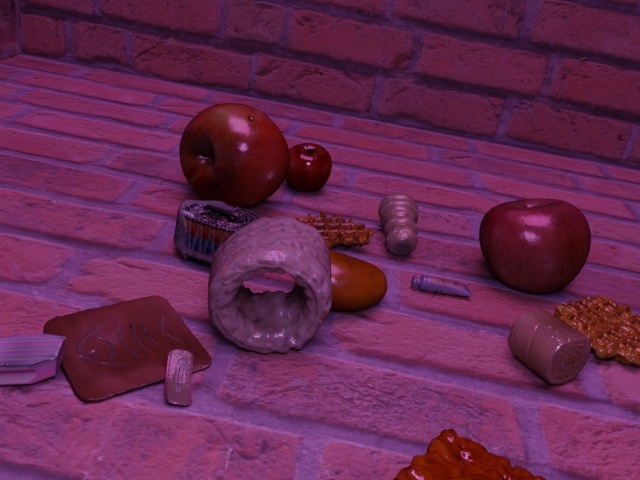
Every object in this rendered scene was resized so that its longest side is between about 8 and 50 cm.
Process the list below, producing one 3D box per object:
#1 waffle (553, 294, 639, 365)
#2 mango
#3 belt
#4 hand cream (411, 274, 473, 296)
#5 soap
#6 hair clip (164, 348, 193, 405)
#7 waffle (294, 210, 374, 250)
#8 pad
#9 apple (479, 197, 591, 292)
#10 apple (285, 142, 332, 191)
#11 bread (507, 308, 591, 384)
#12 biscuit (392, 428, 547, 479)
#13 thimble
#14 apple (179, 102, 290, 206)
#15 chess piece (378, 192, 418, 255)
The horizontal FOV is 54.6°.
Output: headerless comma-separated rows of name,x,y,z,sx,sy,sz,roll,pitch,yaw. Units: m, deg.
waffle,0.775,0.237,1.679,0.312,0.060,0.307,9,26,-6
mango,0.059,0.106,1.597,0.255,0.139,0.175,10,30,-14
belt,-0.283,-0.024,1.719,0.258,0.150,0.207,18,20,13
hand cream,0.343,0.128,1.755,0.171,0.043,0.065,9,24,-6
soap,-0.578,0.231,1.211,0.149,0.056,0.100,-1,32,-9
hair clip,-0.286,0.279,1.254,0.054,0.022,0.137,11,38,-20
waffle,0.000,0.000,1.865,0.260,0.069,0.293,21,32,26
pad,-0.419,0.222,1.339,0.284,0.018,0.286,-11,34,-36
apple,0.638,0.018,1.856,0.345,0.269,0.345,-5,13,1
apple,-0.049,-0.262,2.236,0.181,0.168,0.181,10,31,-6
bread,0.546,0.253,1.486,0.148,0.134,0.141,7,20,-32
biscuit,0.282,0.439,0.989,0.312,0.110,0.318,25,13,27
thimble,-0.108,0.105,1.397,0.292,0.291,0.195,7,32,-7
apple,-0.274,-0.271,2.002,0.349,0.348,0.277,26,26,28
chess piece,0.254,-0.042,1.975,0.133,0.133,0.243,9,31,-2
